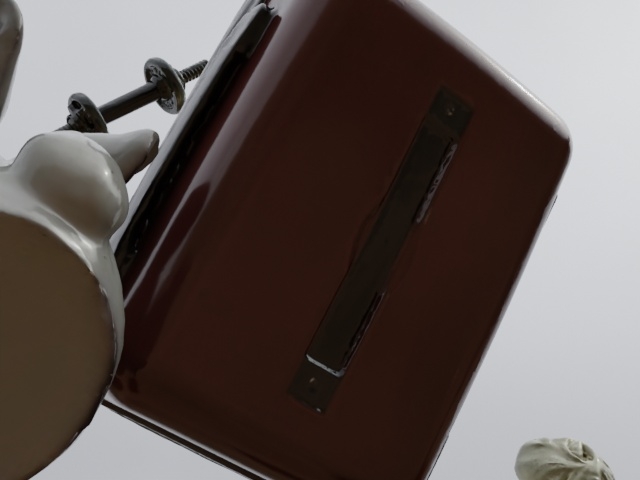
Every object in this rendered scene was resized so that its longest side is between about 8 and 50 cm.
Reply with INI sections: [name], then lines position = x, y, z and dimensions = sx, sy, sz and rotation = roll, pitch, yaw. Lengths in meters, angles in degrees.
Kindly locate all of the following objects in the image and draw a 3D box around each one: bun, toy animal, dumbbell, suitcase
[bun]
position = 0.403, 0.374, 1.456
dimensions = 0.183, 0.183, 0.102
rotation = 25, -76, -27
[toy animal]
position = -0.150, 0.004, 0.391
dimensions = 0.127, 0.193, 0.178
rotation = 35, -78, -26
[dumbbell]
position = -0.245, -0.174, 1.159
dimensions = 0.254, 0.082, 0.081
rotation = -32, -43, -26
[suitcase]
position = 0.000, 0.000, 0.563
dimensions = 0.236, 0.161, 0.297
rotation = 32, -102, -23
